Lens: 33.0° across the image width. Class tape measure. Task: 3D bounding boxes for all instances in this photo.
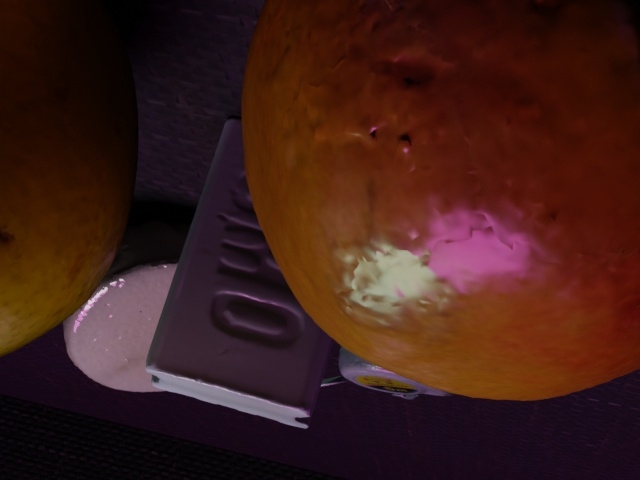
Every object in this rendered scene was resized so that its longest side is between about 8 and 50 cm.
[{"bbox_3d":[0.036,0.177,1.601,0.330,0.084,0.164,-1,152,34],"label":"tape measure"}]

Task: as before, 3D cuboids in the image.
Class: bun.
[{"bbox_3d":[-0.211,0.059,1.401,0.263,0.175,0.263,-12,139,-11],"label":"bun"}]

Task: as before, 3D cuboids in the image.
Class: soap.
[{"bbox_3d":[-0.052,0.028,1.037,0.159,0.265,0.087,15,159,4],"label":"soap"}]

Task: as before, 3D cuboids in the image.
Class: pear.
[{"bbox_3d":[-0.320,-0.081,0.841,0.362,0.362,0.418,15,134,1],"label":"pear"}]

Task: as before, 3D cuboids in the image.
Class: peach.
[{"bbox_3d":[0.100,-0.055,0.684,0.372,0.290,0.373,17,163,6],"label":"peach"}]
